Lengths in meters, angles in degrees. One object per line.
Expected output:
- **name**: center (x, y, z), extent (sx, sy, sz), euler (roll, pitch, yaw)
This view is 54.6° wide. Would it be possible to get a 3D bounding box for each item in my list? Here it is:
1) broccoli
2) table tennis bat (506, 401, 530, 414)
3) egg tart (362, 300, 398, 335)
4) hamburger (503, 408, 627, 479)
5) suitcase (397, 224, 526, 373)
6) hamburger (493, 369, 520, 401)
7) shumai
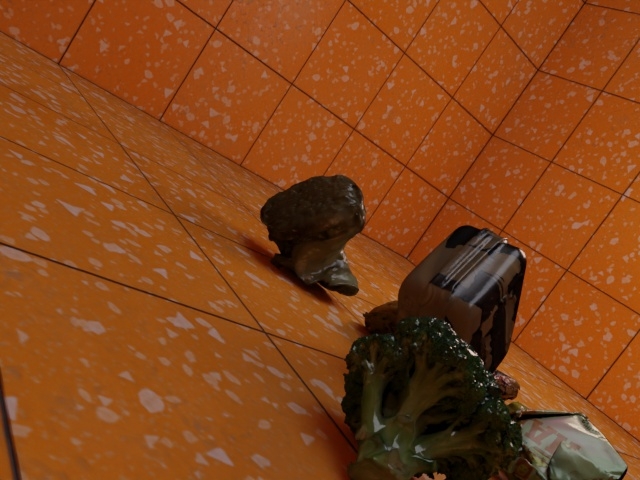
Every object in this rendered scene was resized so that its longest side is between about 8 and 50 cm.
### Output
- **broccoli**: center (0.136, 0.238, 0.845), extent (0.270, 0.269, 0.270), euler (35, 37, 13)
- **table tennis bat**: center (0.628, 0.529, 1.659), extent (0.369, 0.054, 0.224), euler (35, 6, -19)
- **egg tart**: center (0.240, 0.225, 1.546), extent (0.279, 0.094, 0.279), euler (7, -21, 3)
- **hamburger**: center (0.434, 0.419, 1.135), extent (0.214, 0.125, 0.235), euler (-4, 43, -13)
- **suitcase**: center (0.292, 0.146, 1.277), extent (0.194, 0.339, 0.351), euler (27, -40, 31)
- **hamburger**: center (0.396, 0.353, 1.601), extent (0.231, 0.106, 0.231), euler (29, 8, -4)
- **shumai**: center (0.000, 0.000, 1.683), extent (0.288, 0.292, 0.330), euler (63, -6, -27)
